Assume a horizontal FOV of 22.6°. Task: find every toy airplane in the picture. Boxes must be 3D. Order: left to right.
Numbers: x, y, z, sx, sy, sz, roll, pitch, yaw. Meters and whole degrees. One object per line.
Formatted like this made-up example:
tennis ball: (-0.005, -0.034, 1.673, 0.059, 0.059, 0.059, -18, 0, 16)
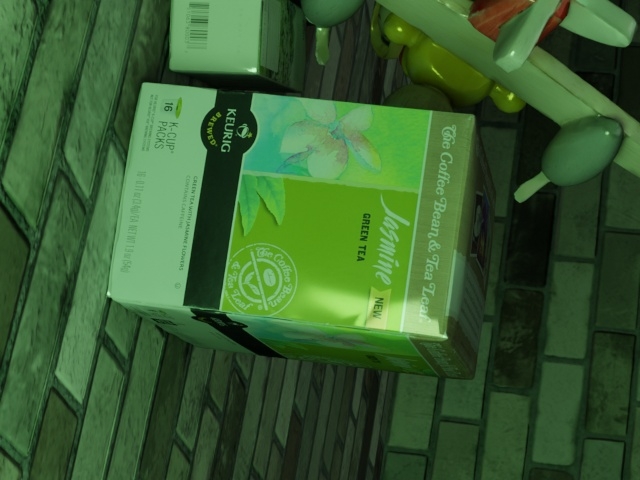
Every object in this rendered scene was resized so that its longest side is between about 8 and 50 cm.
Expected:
toy airplane: (0.163, -0.197, 1.697, 0.272, 0.386, 0.384, -56, 146, 3)

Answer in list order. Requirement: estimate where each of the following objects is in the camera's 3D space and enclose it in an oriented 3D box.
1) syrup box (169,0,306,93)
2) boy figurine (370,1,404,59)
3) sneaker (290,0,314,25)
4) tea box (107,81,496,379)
syrup box: (-0.081, -0.210, 1.672, 0.237, 0.096, 0.093, -5, 98, -80)
boy figurine: (0.064, -0.347, 1.932, 0.177, 0.092, 0.285, 48, -15, 51)
sneaker: (-0.013, -0.339, 2.013, 0.286, 0.109, 0.130, -72, 155, -74)
tea box: (0.000, 0.000, 1.599, 0.329, 0.324, 0.220, 47, 50, -75)
